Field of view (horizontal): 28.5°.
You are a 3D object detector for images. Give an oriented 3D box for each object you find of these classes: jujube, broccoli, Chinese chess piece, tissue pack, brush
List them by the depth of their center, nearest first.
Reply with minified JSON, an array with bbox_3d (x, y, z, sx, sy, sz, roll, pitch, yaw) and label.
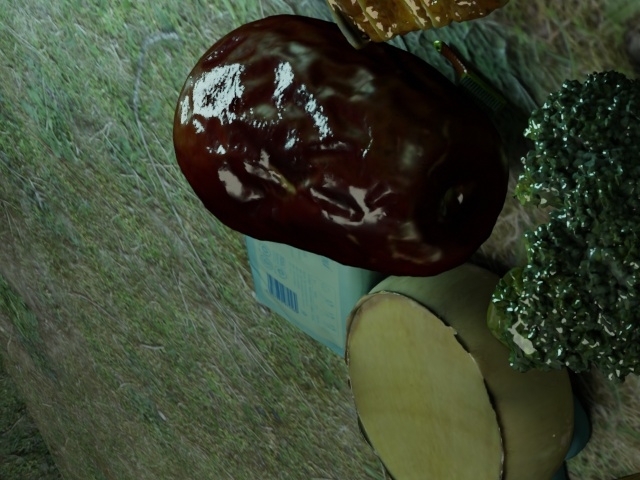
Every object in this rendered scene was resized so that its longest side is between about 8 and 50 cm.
[{"bbox_3d":[0.204,0.019,0.957,0.252,0.221,0.361,23,165,-25],"label":"broccoli"},{"bbox_3d":[0.121,-0.136,1.060,0.083,0.021,0.019,47,160,12],"label":"brush"},{"bbox_3d":[0.012,-0.079,1.077,0.318,0.223,0.223,28,145,47],"label":"jujube"},{"bbox_3d":[0.131,0.146,1.242,0.257,0.104,0.257,35,136,43],"label":"Chinese chess piece"},{"bbox_3d":[0.000,0.000,1.346,0.177,0.089,0.263,31,148,26],"label":"tissue pack"}]

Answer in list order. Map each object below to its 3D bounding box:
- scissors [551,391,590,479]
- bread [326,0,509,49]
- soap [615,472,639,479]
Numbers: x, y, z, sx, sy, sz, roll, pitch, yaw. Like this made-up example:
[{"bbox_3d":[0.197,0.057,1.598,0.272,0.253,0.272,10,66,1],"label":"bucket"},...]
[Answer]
[{"bbox_3d":[0.247,0.292,1.380,0.192,0.029,0.447,18,138,49],"label":"scissors"},{"bbox_3d":[0.036,-0.287,0.909,0.185,0.114,0.275,-1,120,59],"label":"bread"},{"bbox_3d":[0.340,0.256,1.177,0.092,0.037,0.252,50,154,2],"label":"soap"}]
